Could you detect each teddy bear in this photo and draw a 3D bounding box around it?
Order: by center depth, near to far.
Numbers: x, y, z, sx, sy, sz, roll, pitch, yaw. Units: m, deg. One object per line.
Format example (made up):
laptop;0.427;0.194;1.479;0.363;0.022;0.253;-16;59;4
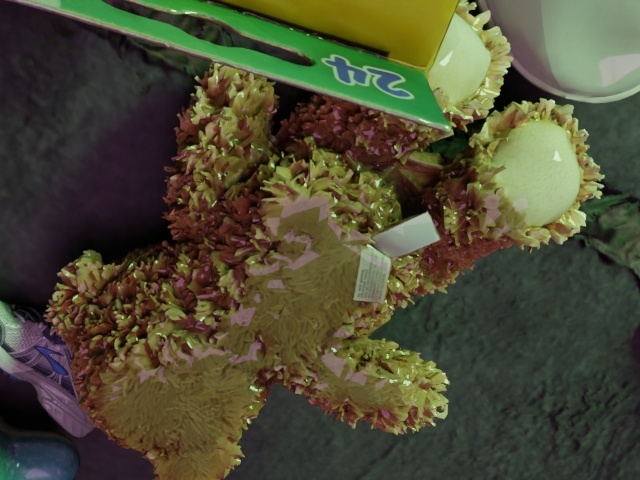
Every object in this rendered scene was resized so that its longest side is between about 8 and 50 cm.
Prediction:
teddy bear;0.000;0.000;0.924;0.245;0.113;0.338;30;109;-14

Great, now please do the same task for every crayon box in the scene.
crayon box;-0.047;-0.175;0.697;0.203;0.323;0.083;15;116;-16

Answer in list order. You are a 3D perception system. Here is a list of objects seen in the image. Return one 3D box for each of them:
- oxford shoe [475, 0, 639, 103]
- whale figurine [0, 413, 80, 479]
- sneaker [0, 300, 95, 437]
oxford shoe;0.158;-0.268;0.790;0.169;0.130;0.449;-2;121;-10
whale figurine;-0.234;0.209;0.992;0.216;0.141;0.272;-39;118;13
sneaker;-0.172;0.063;0.978;0.058;0.052;0.135;-39;125;2
